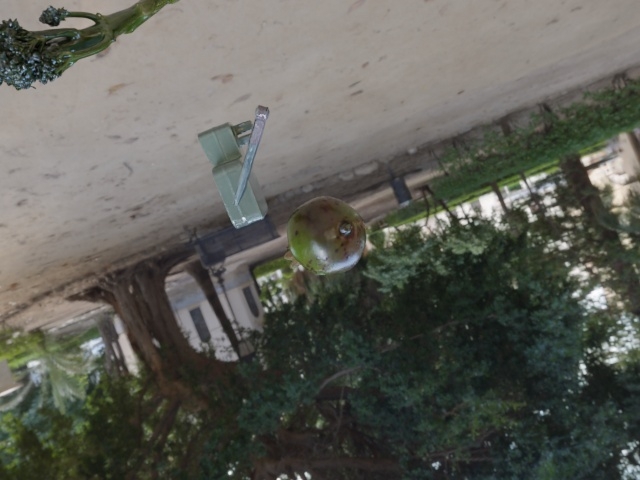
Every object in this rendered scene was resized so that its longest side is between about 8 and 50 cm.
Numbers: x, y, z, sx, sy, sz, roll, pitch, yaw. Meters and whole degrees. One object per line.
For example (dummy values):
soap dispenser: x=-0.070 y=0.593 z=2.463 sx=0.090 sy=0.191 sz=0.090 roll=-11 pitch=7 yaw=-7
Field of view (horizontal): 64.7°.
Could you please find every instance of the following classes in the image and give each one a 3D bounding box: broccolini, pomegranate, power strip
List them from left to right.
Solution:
broccolini: x=-0.288 y=-0.316 z=0.683 sx=0.074 sy=0.078 sz=0.392 roll=109 pitch=4 yaw=-48
power strip: x=-0.206 y=-0.185 z=1.344 sx=0.141 sy=0.261 sz=0.229 roll=-21 pitch=-169 yaw=2
pomegranate: x=0.000 y=0.000 z=1.009 sx=0.159 sy=0.159 sz=0.205 roll=-22 pitch=174 yaw=-43

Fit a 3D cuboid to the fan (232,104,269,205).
fan: x=-0.126 y=-0.140 z=0.888 sx=0.057 sy=0.023 sz=0.282 roll=-66 pitch=-176 yaw=-27
